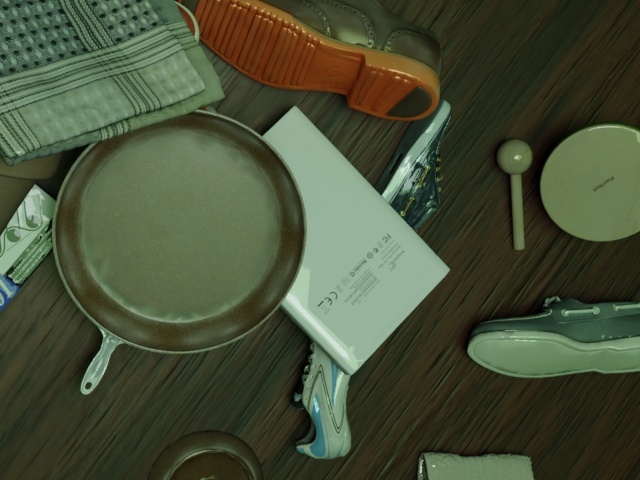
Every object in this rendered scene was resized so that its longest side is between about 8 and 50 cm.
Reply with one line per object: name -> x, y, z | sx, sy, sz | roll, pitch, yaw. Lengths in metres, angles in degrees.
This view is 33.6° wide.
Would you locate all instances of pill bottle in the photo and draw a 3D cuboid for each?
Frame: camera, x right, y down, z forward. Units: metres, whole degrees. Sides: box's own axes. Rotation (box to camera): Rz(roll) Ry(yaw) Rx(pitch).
pill bottle -> -0.195, -0.109, 1.364 | 0.152, 0.086, 0.086 | -26, 105, -13

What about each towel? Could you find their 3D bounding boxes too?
towel -> -0.287, -0.256, 1.178 | 0.324, 0.056, 0.312 | -27, 82, -45
towel -> 0.243, 0.450, 1.548 | 0.187, 0.049, 0.282 | 5, 64, -20

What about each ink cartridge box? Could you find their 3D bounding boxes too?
ink cartridge box -> -0.408, 0.020, 1.334 | 0.097, 0.046, 0.207 | 42, 84, -17

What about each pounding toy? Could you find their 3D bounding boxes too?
pounding toy -> 0.387, -0.098, 1.564 | 0.237, 0.110, 0.183 | -9, 114, 13

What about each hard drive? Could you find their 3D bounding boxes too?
hard drive -> 0.000, 0.000, 1.419 | 0.307, 0.040, 0.203 | 46, 75, -5

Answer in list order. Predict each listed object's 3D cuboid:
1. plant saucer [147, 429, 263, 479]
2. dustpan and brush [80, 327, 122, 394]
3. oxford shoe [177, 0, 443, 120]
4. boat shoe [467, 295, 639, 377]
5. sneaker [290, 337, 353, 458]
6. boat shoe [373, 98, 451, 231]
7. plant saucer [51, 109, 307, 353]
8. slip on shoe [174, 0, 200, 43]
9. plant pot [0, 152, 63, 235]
plant saucer -> -0.157, 0.349, 1.473 | 0.168, 0.029, 0.168 | -2, 98, -17
dustpan and brush -> -0.260, 0.101, 1.386 | 0.147, 0.060, 0.211 | 30, 88, -20
oxford shoe -> -0.009, -0.277, 1.405 | 0.363, 0.130, 0.133 | 20, 58, -13
boat shoe -> 0.367, 0.139, 1.597 | 0.319, 0.116, 0.099 | 2, 54, -12
sneaker -> 0.002, 0.188, 1.475 | 0.086, 0.085, 0.237 | 0, 95, -11
boat shoe -> 0.147, -0.104, 1.493 | 0.083, 0.065, 0.183 | 31, 95, -20
plant saucer -> -0.173, -0.012, 1.318 | 0.310, 0.050, 0.310 | -3, 105, -11
slip on shoe -> -0.310, -0.255, 1.294 | 0.331, 0.101, 0.123 | 2, 99, -17
plant pot -> -0.449, -0.063, 1.204 | 0.263, 0.263, 0.229 | 20, 98, -20
